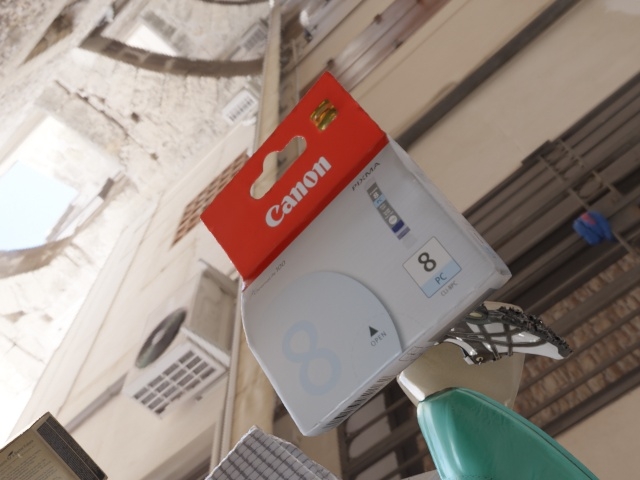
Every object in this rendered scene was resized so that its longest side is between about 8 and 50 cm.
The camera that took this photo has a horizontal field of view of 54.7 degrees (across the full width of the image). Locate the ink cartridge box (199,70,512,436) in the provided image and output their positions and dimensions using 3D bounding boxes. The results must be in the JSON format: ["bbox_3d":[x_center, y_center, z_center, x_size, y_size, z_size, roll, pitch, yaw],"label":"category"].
[{"bbox_3d":[0.000,0.000,0.801,0.385,0.308,0.091,53,-160,23],"label":"ink cartridge box"}]

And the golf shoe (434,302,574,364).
[{"bbox_3d":[0.245,0.136,0.862,0.198,0.094,0.077,21,-169,8],"label":"golf shoe"}]

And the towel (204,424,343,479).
[{"bbox_3d":[-0.077,0.413,0.862,0.283,0.235,0.121,9,137,55],"label":"towel"}]

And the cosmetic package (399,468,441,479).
[{"bbox_3d":[0.137,0.787,1.417,0.393,0.329,0.328,-5,-113,-57],"label":"cosmetic package"}]

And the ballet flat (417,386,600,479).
[{"bbox_3d":[0.133,0.175,0.304,0.247,0.083,0.087,38,-129,20],"label":"ballet flat"}]

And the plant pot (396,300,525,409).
[{"bbox_3d":[0.258,0.238,1.210,0.190,0.284,0.284,16,-161,3],"label":"plant pot"}]

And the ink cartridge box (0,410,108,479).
[{"bbox_3d":[-0.583,0.490,1.236,0.193,0.234,0.088,53,-173,-7],"label":"ink cartridge box"}]
